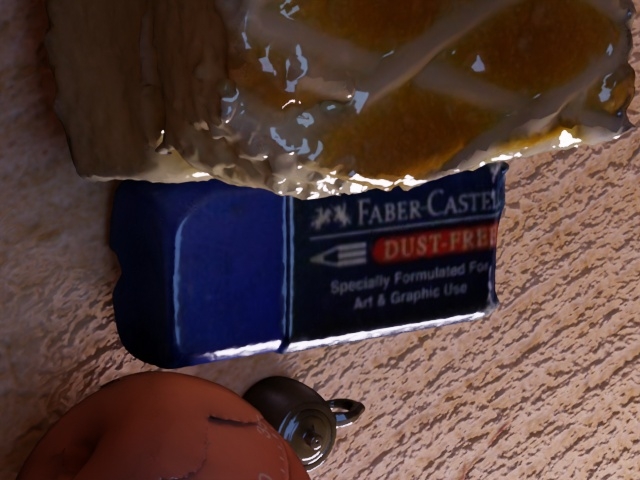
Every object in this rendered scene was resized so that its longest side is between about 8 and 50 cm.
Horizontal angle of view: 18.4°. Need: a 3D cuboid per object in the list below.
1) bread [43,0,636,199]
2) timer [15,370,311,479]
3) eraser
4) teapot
[{"bbox_3d":[0.014,-0.230,1.374,0.390,0.279,0.371,-11,104,-38],"label":"bread"},{"bbox_3d":[-0.115,0.215,1.439,0.229,0.229,0.215,-51,121,-15],"label":"timer"},{"bbox_3d":[0.000,0.000,1.546,0.332,0.101,0.155,-8,105,-35],"label":"eraser"},{"bbox_3d":[-0.016,0.151,1.594,0.121,0.068,0.076,-16,111,-32],"label":"teapot"}]
